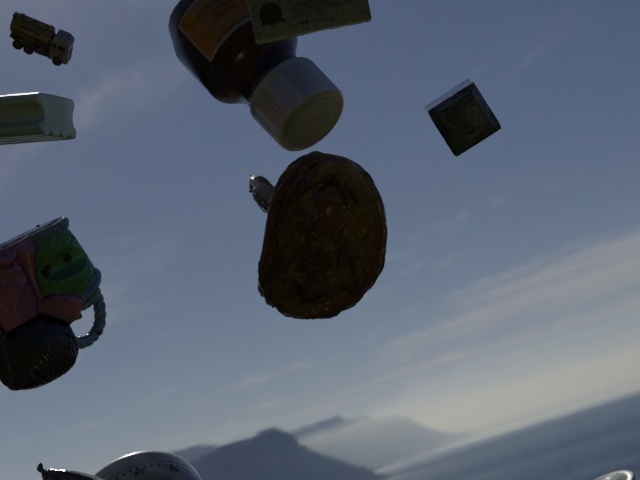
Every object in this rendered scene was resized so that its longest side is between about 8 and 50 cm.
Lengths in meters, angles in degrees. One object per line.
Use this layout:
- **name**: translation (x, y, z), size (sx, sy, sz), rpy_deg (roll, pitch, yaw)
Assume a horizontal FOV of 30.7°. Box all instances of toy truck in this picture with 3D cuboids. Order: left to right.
- **toy truck**: translation (-0.523, -0.380, 2.184), size (0.123, 0.052, 0.063), rpy_deg (21, -58, -8)

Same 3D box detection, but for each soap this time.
- **soap**: translation (-0.645, -0.239, 2.337), size (0.265, 0.087, 0.160), rpy_deg (-4, 0, 14)

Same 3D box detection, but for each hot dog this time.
- **hot dog**: translation (0.000, 0.000, 1.755), size (0.196, 0.122, 0.272), rpy_deg (0, -54, -17)

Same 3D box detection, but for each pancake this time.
- **pancake**: translation (-0.050, -0.024, 2.202), size (0.049, 0.282, 0.282), rpy_deg (-43, -10, -6)

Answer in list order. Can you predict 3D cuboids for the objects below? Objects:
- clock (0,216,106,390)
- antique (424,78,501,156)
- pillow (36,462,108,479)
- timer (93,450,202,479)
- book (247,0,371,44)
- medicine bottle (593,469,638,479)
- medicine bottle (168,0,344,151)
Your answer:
- **clock**: translation (-0.376, 0.086, 1.561), size (0.100, 0.195, 0.194), rpy_deg (-12, 13, 47)
- **antique**: translation (0.224, -0.195, 1.842), size (0.088, 0.086, 0.183), rpy_deg (-33, 6, 9)
- **pillow**: translation (-0.270, 0.399, 1.464), size (0.169, 0.255, 0.059), rpy_deg (9, 24, 34)
- **timer**: translation (-0.300, 0.450, 1.919), size (0.233, 0.233, 0.240), rpy_deg (-11, 29, -23)
- **book**: translation (-0.024, -0.305, 1.218), size (0.127, 0.181, 0.014), rpy_deg (-11, 1, 0)
- **medicine bottle**: translation (0.566, 0.562, 2.015), size (0.124, 0.324, 0.179), rpy_deg (-33, 5, -32)
- **medicine bottle**: translation (-0.129, -0.360, 2.445), size (0.242, 0.395, 0.242), rpy_deg (-33, -23, -16)
